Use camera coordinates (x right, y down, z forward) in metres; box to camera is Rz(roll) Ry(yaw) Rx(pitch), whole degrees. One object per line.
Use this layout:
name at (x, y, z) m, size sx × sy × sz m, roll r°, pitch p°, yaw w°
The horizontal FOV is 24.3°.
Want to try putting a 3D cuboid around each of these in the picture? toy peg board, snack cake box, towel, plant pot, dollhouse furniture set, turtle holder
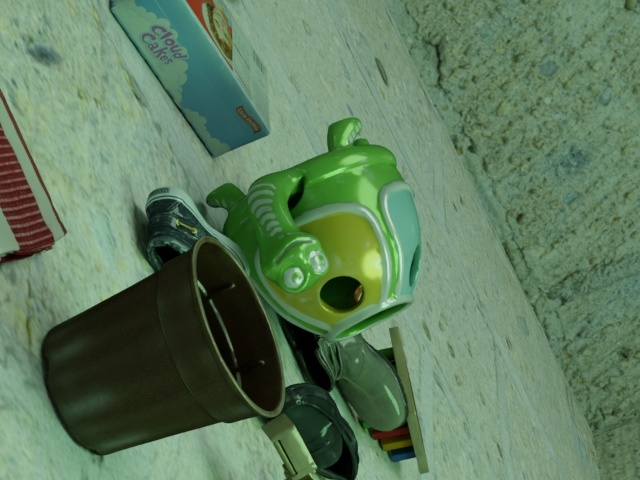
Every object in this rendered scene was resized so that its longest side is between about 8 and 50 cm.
toy peg board at (0.100, 0.242, 2.184) m, size 0.160 × 0.079 × 0.161 m, roll 75°, pitch 5°, yaw -49°
snack cake box at (-0.163, -0.256, 1.912) m, size 0.264 × 0.089 × 0.152 m, roll 56°, pitch 19°, yaw -37°
towel at (-0.322, -0.086, 1.196) m, size 0.237 × 0.037 × 0.329 m, roll 66°, pitch 13°, yaw 1°
plant pot at (-0.140, 0.104, 1.300) m, size 0.167 × 0.165 × 0.167 m, roll 58°, pitch 17°, yaw -29°
dollhouse furniture set at (-0.051, 0.273, 1.589) m, size 0.182 × 0.101 × 0.161 m, roll 63°, pitch -9°, yaw -17°
turtle holder at (0.016, -0.006, 1.813) m, size 0.227 × 0.243 × 0.320 m, roll 64°, pitch -12°, yaw 10°

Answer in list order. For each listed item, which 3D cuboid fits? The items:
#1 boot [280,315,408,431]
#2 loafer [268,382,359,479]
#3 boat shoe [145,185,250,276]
boot at (0.024, 0.175, 2.005) m, size 0.246 × 0.083 × 0.161 m, roll 62°, pitch 23°, yaw -7°
loafer at (-0.002, 0.234, 1.783) m, size 0.223 × 0.076 × 0.078 m, roll 51°, pitch 14°, yaw -58°
boat shoe at (-0.140, 0.025, 1.649) m, size 0.183 × 0.065 × 0.083 m, roll 49°, pitch 31°, yaw -44°
